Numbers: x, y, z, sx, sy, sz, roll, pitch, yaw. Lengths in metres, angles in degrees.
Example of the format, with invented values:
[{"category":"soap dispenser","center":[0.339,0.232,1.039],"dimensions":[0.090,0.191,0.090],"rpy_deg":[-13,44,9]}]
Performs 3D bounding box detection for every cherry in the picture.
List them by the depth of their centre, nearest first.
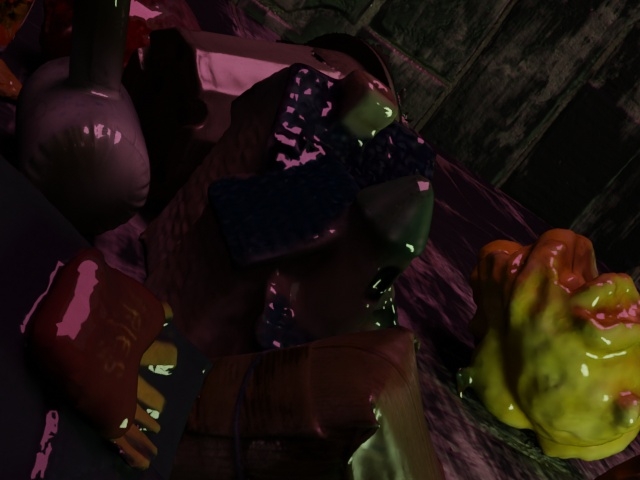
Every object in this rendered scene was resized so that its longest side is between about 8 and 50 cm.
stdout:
[{"category":"cherry","center":[-0.230,-0.236,1.188],"dimensions":[0.249,0.175,0.192],"rpy_deg":[33,26,-22]}]

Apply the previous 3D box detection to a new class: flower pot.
[{"category":"flower pot","center":[-0.080,-0.126,1.087],"dimensions":[0.259,0.290,0.290],"rpy_deg":[9,31,-40]}]

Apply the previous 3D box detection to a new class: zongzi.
[{"category":"zongzi","center":[-0.047,0.188,0.586],"dimensions":[0.125,0.274,0.251],"rpy_deg":[-40,117,-63]}]

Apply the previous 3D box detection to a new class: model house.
[{"category":"model house","center":[-0.002,-0.001,0.866],"dimensions":[0.243,0.284,0.298],"rpy_deg":[23,21,-29]}]

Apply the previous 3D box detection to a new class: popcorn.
[{"category":"popcorn","center":[0.295,0.137,1.221],"dimensions":[0.316,0.281,0.297],"rpy_deg":[169,-94,-76]}]

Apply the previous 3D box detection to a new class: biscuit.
[{"category":"biscuit","center":[-0.360,-0.181,1.034],"dimensions":[0.081,0.018,0.083],"rpy_deg":[47,17,29]}]

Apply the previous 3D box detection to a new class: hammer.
[{"category":"hammer","center":[-0.204,-0.186,0.849],"dimensions":[0.119,0.335,0.206],"rpy_deg":[1,29,-21]}]

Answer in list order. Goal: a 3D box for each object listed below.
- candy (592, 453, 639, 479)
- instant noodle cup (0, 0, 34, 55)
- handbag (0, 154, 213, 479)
[{"category":"candy","center":[0.220,0.262,0.651],"dimensions":[0.118,0.260,0.260],"rpy_deg":[44,15,-9]},{"category":"instant noodle cup","center":[-0.363,-0.223,0.786],"dimensions":[0.190,0.251,0.251],"rpy_deg":[37,13,-38]},{"category":"handbag","center":[-0.156,0.089,0.246],"dimensions":[0.329,0.122,0.303],"rpy_deg":[47,38,-37]}]
